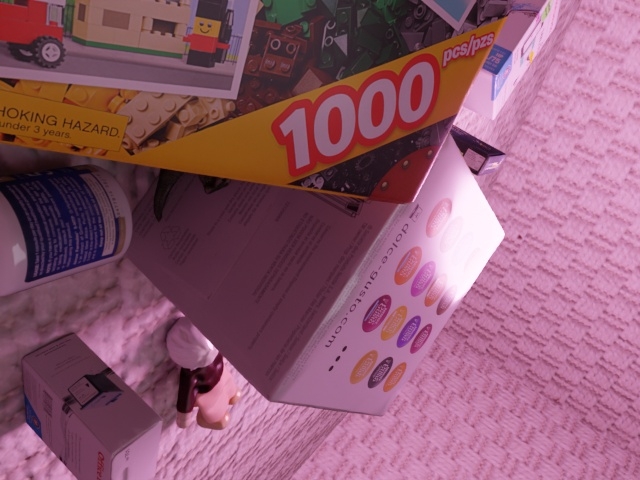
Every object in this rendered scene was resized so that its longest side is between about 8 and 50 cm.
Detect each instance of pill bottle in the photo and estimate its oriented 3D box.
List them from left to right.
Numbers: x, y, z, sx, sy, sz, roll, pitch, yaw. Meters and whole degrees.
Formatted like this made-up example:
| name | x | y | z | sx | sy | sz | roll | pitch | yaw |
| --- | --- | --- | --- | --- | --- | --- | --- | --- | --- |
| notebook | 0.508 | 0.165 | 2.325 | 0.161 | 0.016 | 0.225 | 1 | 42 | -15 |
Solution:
| name | x | y | z | sx | sy | sz | roll | pitch | yaw |
| --- | --- | --- | --- | --- | --- | --- | --- | --- | --- |
| pill bottle | -0.290 | -0.008 | 0.539 | 0.186 | 0.112 | 0.112 | -24 | 141 | -55 |

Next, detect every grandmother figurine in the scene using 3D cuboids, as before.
| name | x | y | z | sx | sy | sz | roll | pitch | yaw |
| --- | --- | --- | --- | --- | --- | --- | --- | --- | --- |
| grandmother figurine | -0.228 | 0.260 | 1.083 | 0.342 | 0.104 | 0.208 | 89 | 12 | -50 |

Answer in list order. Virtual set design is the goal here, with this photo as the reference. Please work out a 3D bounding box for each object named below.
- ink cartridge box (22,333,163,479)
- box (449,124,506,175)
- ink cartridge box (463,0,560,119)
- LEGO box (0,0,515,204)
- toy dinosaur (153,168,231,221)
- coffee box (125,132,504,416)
| name | x | y | z | sx | sy | sz | roll | pitch | yaw |
| --- | --- | --- | --- | --- | --- | --- | --- | --- | --- |
| ink cartridge box | -0.306 | 0.240 | 0.742 | 0.082 | 0.190 | 0.140 | -31 | 147 | -48 |
| box | 0.327 | -0.243 | 1.375 | 0.183 | 0.232 | 0.059 | -16 | 138 | -59 |
| ink cartridge box | 0.366 | -0.453 | 1.216 | 0.270 | 0.197 | 0.198 | -56 | 159 | -4 |
| LEGO box | -0.081 | -0.246 | 0.328 | 0.500 | 0.193 | 0.373 | 4 | 119 | -42 |
| toy dinosaur | -0.127 | -0.159 | 0.654 | 0.121 | 0.160 | 0.313 | -14 | 145 | -43 |
| coffee box | 0.000 | 0.000 | 0.790 | 0.338 | 0.338 | 0.334 | -56 | 146 | -1 |
